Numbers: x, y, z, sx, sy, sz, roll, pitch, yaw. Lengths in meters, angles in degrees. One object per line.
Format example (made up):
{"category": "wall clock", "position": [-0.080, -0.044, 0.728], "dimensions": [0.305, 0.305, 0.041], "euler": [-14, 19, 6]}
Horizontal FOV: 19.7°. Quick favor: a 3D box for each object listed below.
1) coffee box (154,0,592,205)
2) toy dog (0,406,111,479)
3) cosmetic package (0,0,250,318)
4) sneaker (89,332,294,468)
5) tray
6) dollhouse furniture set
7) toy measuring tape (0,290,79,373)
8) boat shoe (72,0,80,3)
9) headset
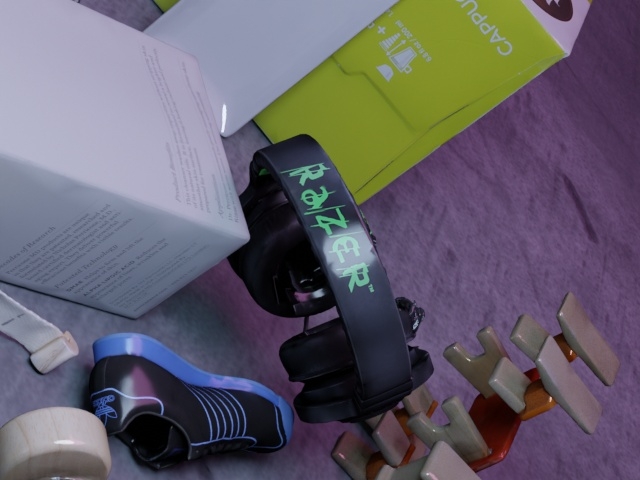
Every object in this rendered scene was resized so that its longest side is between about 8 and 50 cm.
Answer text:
{"category": "coffee box", "position": [0.075, -0.296, 2.074], "dimensions": [0.337, 0.338, 0.334], "euler": [50, 28, -10]}
{"category": "toy dog", "position": [-0.163, 0.265, 1.345], "dimensions": [0.333, 0.161, 0.220], "euler": [56, 21, -33]}
{"category": "cosmetic package", "position": [-0.256, -0.092, 1.534], "dimensions": [0.385, 0.156, 0.217], "euler": [21, 43, -46]}
{"category": "sneaker", "position": [-0.111, 0.158, 1.582], "dimensions": [0.232, 0.081, 0.090], "euler": [28, 51, -41]}
{"category": "tray", "position": [-0.045, -0.239, 1.904], "dimensions": [0.145, 0.270, 0.030], "euler": [48, 18, -14]}
{"category": "dollhouse furniture set", "position": [0.145, 0.204, 1.732], "dimensions": [0.135, 0.262, 0.259], "euler": [51, 36, -13]}
{"category": "toy measuring tape", "position": [-0.294, 0.047, 1.379], "dimensions": [0.330, 0.121, 0.121], "euler": [43, 29, -43]}
{"category": "boat shoe", "position": [-0.266, -0.238, 1.767], "dimensions": [0.075, 0.065, 0.206], "euler": [41, 31, -26]}
{"category": "headset", "position": [0.030, 0.045, 1.670], "dimensions": [0.394, 0.185, 0.243], "euler": [98, -32, -69]}
